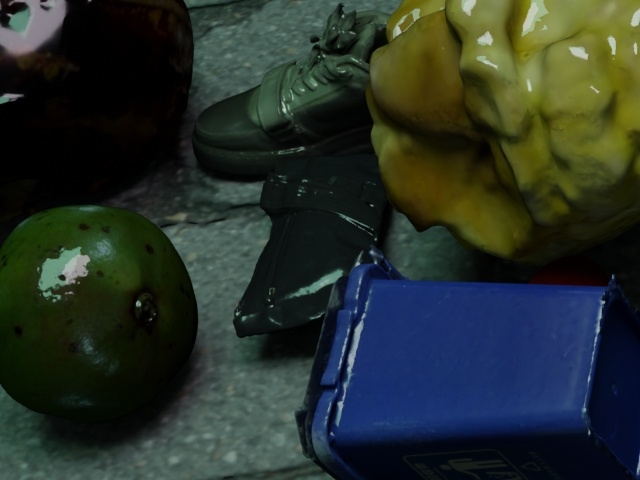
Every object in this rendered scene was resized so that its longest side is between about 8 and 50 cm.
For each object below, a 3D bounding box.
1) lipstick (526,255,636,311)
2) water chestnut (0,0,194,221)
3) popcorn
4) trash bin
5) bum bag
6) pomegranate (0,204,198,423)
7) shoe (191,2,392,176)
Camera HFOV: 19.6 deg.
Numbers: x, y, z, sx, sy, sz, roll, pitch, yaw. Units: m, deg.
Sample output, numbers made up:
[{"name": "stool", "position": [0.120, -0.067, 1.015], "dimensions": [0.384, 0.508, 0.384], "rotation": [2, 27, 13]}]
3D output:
[{"name": "lipstick", "position": [0.234, 0.104, 1.388], "dimensions": [0.080, 0.080, 0.241], "rotation": [-27, 40, -9]}, {"name": "water chestnut", "position": [-0.291, -0.202, 1.747], "dimensions": [0.335, 0.335, 0.347], "rotation": [-17, 72, 2]}, {"name": "popcorn", "position": [0.194, -0.157, 1.477], "dimensions": [0.349, 0.349, 0.382], "rotation": [-24, 84, -6]}, {"name": "trash bin", "position": [0.120, 0.100, 1.325], "dimensions": [0.234, 0.162, 0.184], "rotation": [-5, 58, 34]}, {"name": "bum bag", "position": [0.000, 0.000, 1.608], "dimensions": [0.123, 0.060, 0.248], "rotation": [-4, 41, 15]}, {"name": "pomegranate", "position": [-0.212, 0.062, 1.548], "dimensions": [0.225, 0.187, 0.187], "rotation": [-10, 34, 51]}, {"name": "shoe", "position": [0.009, -0.154, 1.708], "dimensions": [0.293, 0.149, 0.109], "rotation": [-9, 42, 9]}]
